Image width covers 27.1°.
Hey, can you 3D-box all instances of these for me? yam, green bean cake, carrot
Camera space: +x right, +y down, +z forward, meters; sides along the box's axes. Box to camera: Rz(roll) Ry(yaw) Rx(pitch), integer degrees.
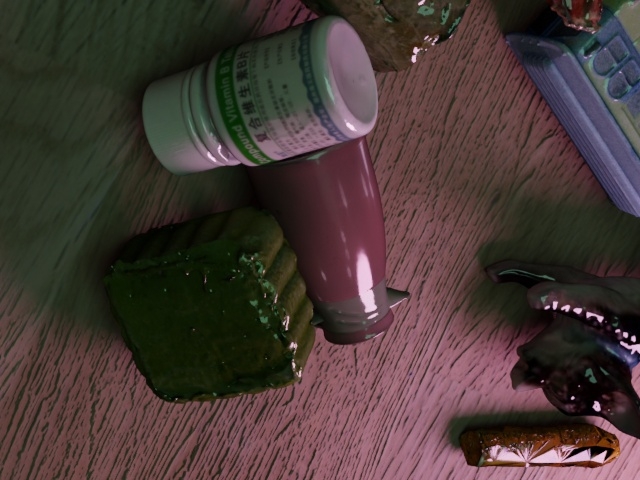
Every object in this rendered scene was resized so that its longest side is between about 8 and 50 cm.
[{"bbox_3d":[0.022,-0.344,1.465,0.300,0.195,0.195,40,88,-27],"label":"yam"},{"bbox_3d":[-0.125,0.079,1.527,0.214,0.113,0.200,-14,110,19],"label":"green bean cake"},{"bbox_3d":[0.303,0.283,1.823,0.229,0.069,0.068,2,104,-21],"label":"carrot"}]

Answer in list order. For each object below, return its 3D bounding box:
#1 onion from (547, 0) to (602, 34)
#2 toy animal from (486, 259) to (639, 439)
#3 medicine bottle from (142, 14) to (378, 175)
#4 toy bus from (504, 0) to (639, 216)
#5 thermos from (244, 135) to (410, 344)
[{"bbox_3d":[0.235,-0.411,1.543,0.267,0.159,0.348,-13,106,-25],"label":"onion"},{"bbox_3d":[0.412,0.138,1.755,0.344,0.194,0.302,-20,105,-10],"label":"toy animal"},{"bbox_3d":[-0.068,-0.153,1.459,0.237,0.139,0.139,-12,115,25],"label":"medicine bottle"},{"bbox_3d":[0.397,-0.187,1.681,0.190,0.152,0.312,-42,116,-7],"label":"toy bus"},{"bbox_3d":[0.000,0.000,1.584,0.177,0.146,0.265,-16,112,-2],"label":"thermos"}]
